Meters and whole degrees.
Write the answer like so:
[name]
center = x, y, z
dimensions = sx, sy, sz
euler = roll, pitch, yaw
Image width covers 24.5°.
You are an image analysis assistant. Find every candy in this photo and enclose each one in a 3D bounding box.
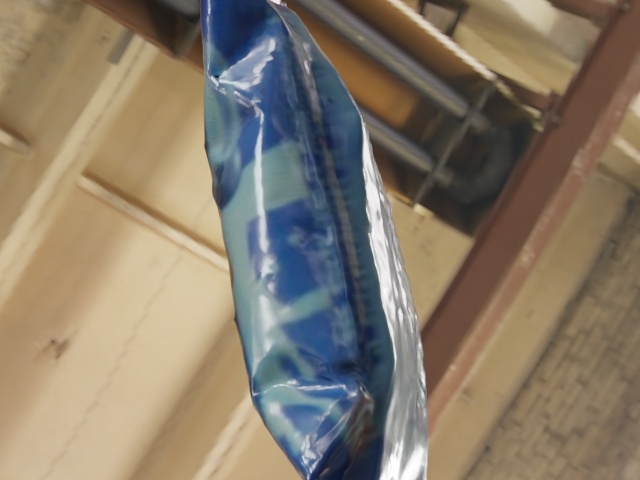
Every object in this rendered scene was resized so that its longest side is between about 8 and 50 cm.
[candy]
center = 0.000, 0.000, 0.727
dimensions = 0.077, 0.331, 0.187
euler = -14, -18, 10
